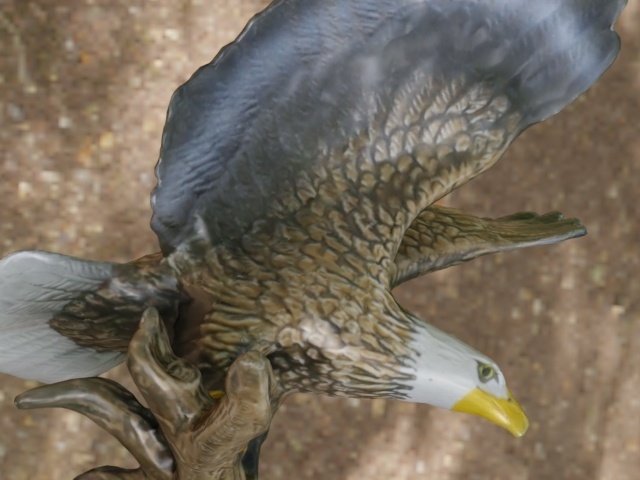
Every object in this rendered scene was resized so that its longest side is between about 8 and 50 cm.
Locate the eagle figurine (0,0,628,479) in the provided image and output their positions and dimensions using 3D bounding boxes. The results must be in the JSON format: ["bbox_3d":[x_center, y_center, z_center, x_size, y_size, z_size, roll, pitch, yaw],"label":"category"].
[{"bbox_3d":[0.008,0.007,0.748,0.225,0.226,0.298,48,51,-25],"label":"eagle figurine"}]
